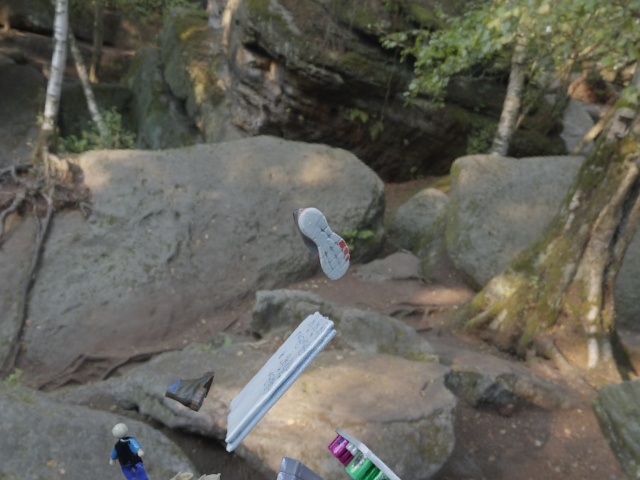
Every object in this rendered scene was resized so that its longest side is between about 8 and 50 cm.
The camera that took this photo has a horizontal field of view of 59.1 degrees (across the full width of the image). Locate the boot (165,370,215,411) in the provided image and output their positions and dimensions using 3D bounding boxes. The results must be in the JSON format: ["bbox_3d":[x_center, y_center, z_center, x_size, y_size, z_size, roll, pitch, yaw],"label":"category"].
[{"bbox_3d":[-0.387,0.434,1.703,0.106,0.082,0.219,19,7,-1],"label":"boot"}]

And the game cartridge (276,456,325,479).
[{"bbox_3d":[-0.068,0.703,1.450,0.068,0.230,0.355,11,-27,18],"label":"game cartridge"}]

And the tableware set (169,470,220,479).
[{"bbox_3d":[-0.367,0.672,1.547,0.168,0.020,0.141,-9,4,22],"label":"tableware set"}]

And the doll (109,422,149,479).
[{"bbox_3d":[-0.485,0.556,1.432,0.129,0.189,0.046,-19,1,29],"label":"doll"}]

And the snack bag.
[{"bbox_3d":[-0.098,0.288,1.265,0.037,0.323,0.342,42,-6,-4],"label":"snack bag"}]

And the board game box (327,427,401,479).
[{"bbox_3d":[0.175,0.497,0.994,0.390,0.050,0.390,43,-13,7],"label":"board game box"}]

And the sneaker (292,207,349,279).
[{"bbox_3d":[0.000,0.000,1.015,0.061,0.158,0.065,-36,30,-16],"label":"sneaker"}]
